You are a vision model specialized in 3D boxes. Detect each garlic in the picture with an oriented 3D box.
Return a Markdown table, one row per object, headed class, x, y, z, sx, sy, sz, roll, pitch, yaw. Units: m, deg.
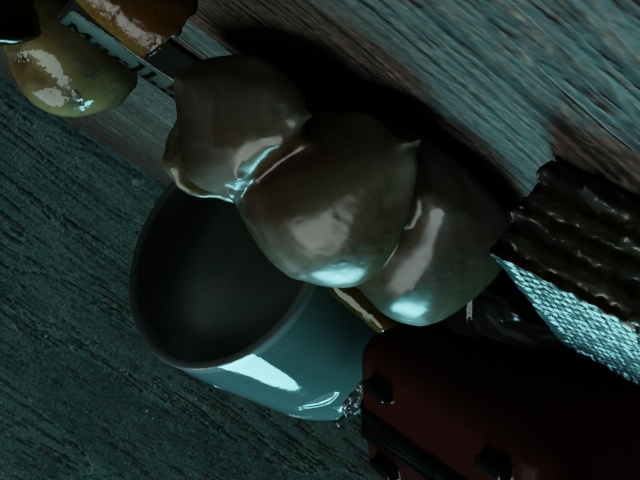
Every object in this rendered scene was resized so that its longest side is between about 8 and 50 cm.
| class | x | y | z | sx | sy | sz | roll | pitch | yaw |
| --- | --- | --- | --- | --- | --- | --- | --- | --- | --- |
| garlic | 0.011 | -0.035 | 0.973 | 0.279 | 0.132 | 0.325 | 25 | -175 | -28 |

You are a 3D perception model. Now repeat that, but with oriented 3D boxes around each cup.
| class | x | y | z | sx | sy | sz | roll | pitch | yaw |
| --- | --- | --- | --- | --- | --- | --- | --- | --- | --- |
| cup | 0.009 | 0.056 | 1.466 | 0.356 | 0.259 | 0.274 | -8 | 154 | 30 |

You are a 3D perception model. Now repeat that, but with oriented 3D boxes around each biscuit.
| class | x | y | z | sx | sy | sz | roll | pitch | yaw |
| --- | --- | --- | --- | --- | --- | --- | --- | --- | --- |
| biscuit | 0.190 | 0.034 | 0.821 | 0.106 | 0.070 | 0.252 | 29 | 174 | 26 |

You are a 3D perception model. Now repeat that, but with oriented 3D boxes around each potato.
| class | x | y | z | sx | sy | sz | roll | pitch | yaw |
| --- | --- | --- | --- | --- | --- | --- | --- | --- | --- |
| potato | -0.254 | -0.182 | 1.316 | 0.147 | 0.112 | 0.112 | 41 | 172 | -23 |

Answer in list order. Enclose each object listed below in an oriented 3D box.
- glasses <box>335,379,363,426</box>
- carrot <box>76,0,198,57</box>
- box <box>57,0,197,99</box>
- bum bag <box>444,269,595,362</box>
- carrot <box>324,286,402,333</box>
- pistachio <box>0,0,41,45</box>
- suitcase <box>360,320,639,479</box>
| class | x | y | z | sx | sy | sz | roll | pitch | yaw |
| --- | --- | --- | --- | --- | --- | --- | --- | --- | --- |
| glasses | 0.131 | 0.139 | 1.385 | 0.162 | 0.255 | 0.095 | 25 | -150 | -57 |
| carrot | -0.161 | -0.200 | 0.782 | 0.205 | 0.072 | 0.072 | 41 | 172 | -25 |
| box | -0.159 | -0.170 | 1.218 | 0.177 | 0.036 | 0.115 | 34 | 175 | -16 |
| bum bag | 0.123 | 0.033 | 1.145 | 0.144 | 0.095 | 0.340 | 14 | -170 | -42 |
| carrot | 0.000 | 0.000 | 1.283 | 0.298 | 0.078 | 0.078 | 48 | 177 | 6 |
| pistachio | -0.301 | -0.224 | 1.035 | 0.210 | 0.165 | 0.130 | 43 | 139 | 13 |
| suitcase | 0.192 | 0.165 | 1.170 | 0.236 | 0.161 | 0.297 | -17 | -158 | -27 |
